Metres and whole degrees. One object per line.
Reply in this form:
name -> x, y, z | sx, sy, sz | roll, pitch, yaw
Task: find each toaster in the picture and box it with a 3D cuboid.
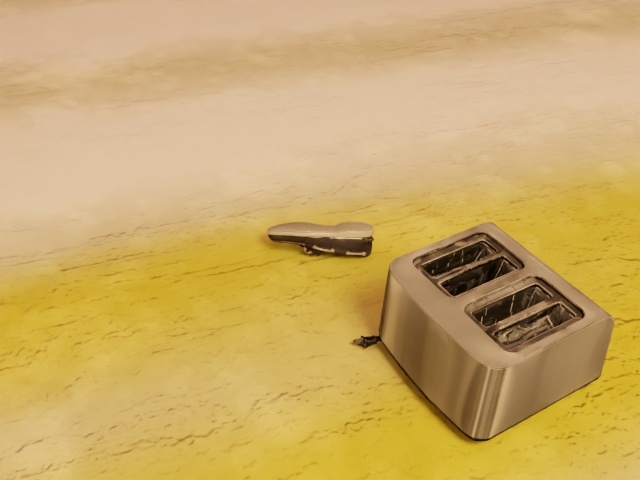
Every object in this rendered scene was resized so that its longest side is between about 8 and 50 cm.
toaster -> 0.155, 0.083, 0.692 | 0.185, 0.110, 0.168 | -20, 43, -24

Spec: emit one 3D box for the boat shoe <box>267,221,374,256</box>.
boat shoe -> 0.000, 0.000, 0.847 | 0.125, 0.038, 0.046 | -1, 20, -4
